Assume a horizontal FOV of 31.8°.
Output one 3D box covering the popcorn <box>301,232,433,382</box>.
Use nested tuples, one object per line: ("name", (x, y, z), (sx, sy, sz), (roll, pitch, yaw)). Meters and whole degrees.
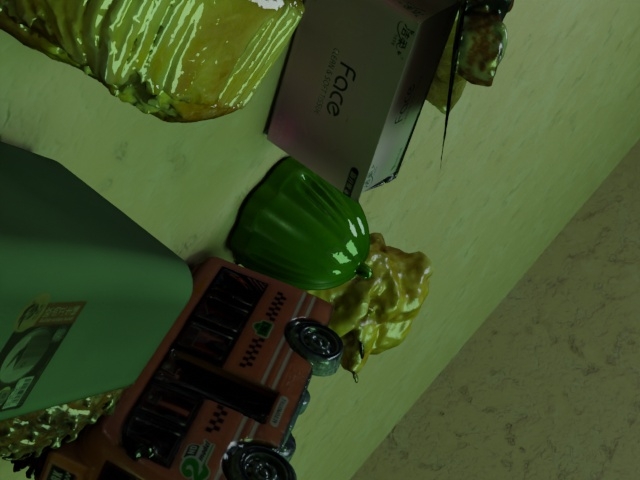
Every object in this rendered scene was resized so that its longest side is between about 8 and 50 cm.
("popcorn", (0.034, 0.078, 1.658), (0.253, 0.191, 0.190), (-38, 144, -16))

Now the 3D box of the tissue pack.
("tissue pack", (0.040, -0.187, 1.264), (0.092, 0.148, 0.246), (-33, 151, -44))

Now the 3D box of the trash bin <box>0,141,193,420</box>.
("trash bin", (-0.256, 0.015, 0.807), (0.158, 0.223, 0.343), (-57, 162, 10))

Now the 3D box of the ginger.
("ginger", (0.183, -0.275, 1.570), (0.118, 0.065, 0.299), (-40, 161, -19))

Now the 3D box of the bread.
("bread", (-0.129, -0.176, 0.833), (0.133, 0.179, 0.250), (-54, 162, 17))

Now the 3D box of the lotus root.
("lotus root", (0.000, 0.000, 1.460), (0.186, 0.186, 0.186), (-45, 160, -22))

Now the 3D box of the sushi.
("sushi", (0.195, -0.288, 1.238), (0.339, 0.069, 0.320), (-75, 172, -57))

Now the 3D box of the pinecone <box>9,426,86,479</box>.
("pinecone", (-0.296, 0.238, 1.289), (0.102, 0.102, 0.109), (-53, 131, -1))

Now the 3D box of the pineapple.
("pineapple", (-0.316, 0.169, 1.063), (0.279, 0.158, 0.158), (-41, 160, -5))

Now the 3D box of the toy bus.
("toy bus", (-0.132, 0.206, 1.261), (0.203, 0.233, 0.427), (-64, 179, 31))
